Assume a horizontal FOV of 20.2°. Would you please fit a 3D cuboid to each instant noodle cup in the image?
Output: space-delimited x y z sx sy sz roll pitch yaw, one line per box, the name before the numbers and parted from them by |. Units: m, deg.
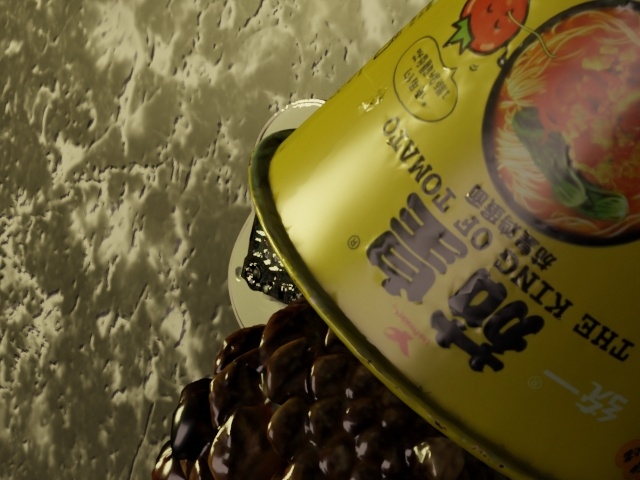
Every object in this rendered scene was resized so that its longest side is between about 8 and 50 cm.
instant noodle cup | 0.159 -0.040 1.025 0.254 0.325 0.325 -50 59 20

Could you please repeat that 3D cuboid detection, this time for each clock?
clock | 0.000 0.000 1.317 0.172 0.064 0.198 25 108 41

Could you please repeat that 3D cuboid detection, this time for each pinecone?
pinecone | 0.007 0.144 1.210 0.272 0.224 0.224 -12 82 61
